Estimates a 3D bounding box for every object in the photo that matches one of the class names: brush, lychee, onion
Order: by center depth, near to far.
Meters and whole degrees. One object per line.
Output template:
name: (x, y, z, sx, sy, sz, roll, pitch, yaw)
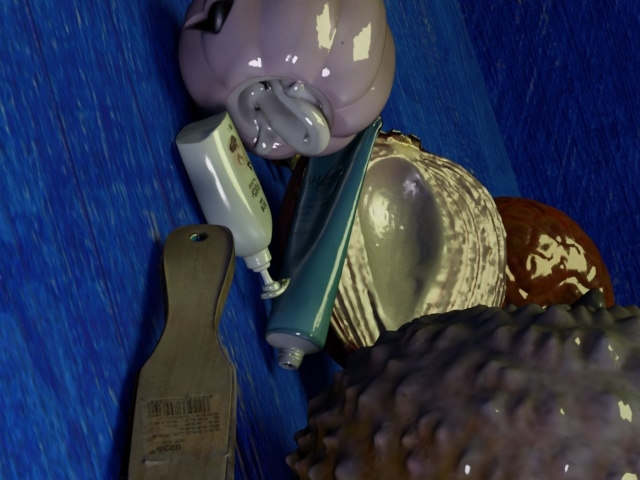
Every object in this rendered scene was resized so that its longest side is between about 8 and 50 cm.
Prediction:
brush: (-0.084, 0.092, 1.255, 0.327, 0.070, 0.065, -91, 177, -59)
lychee: (0.150, 0.222, 1.385, 0.380, 0.380, 0.432, 58, 39, -47)
onion: (0.049, 0.046, 1.711, 0.227, 0.120, 0.284, 20, 55, -24)
lychee: (0.204, 0.074, 2.092, 0.300, 0.255, 0.255, 10, -53, 56)

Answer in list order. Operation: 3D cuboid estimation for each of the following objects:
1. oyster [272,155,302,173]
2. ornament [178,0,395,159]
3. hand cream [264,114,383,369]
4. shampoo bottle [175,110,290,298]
oyster: (-0.023, -0.183, 1.767, 0.198, 0.092, 0.260, -67, 151, -28)
ornament: (-0.028, -0.145, 1.576, 0.177, 0.177, 0.177, -18, 90, -78)
hand cream: (0.000, 0.000, 1.598, 0.048, 0.083, 0.224, 30, 62, -34)
shampoo bottle: (-0.065, -0.021, 1.526, 0.077, 0.045, 0.152, -71, 142, -71)
